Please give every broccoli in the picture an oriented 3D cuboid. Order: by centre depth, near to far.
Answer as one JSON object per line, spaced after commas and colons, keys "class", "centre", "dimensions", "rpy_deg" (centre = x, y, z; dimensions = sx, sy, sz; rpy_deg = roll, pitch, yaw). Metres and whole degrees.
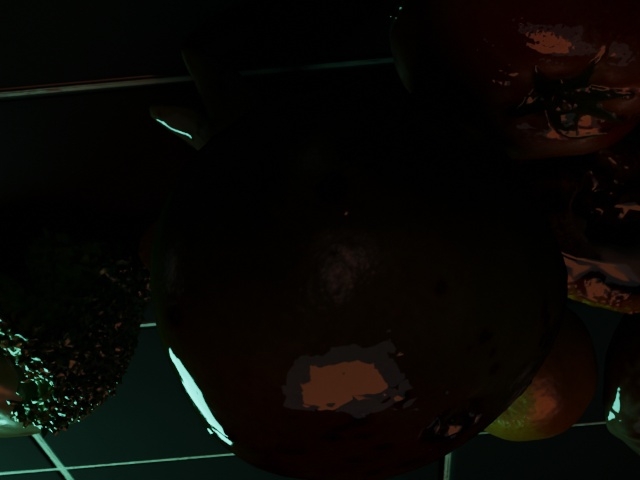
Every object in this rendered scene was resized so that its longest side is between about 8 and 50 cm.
{"class": "broccoli", "centre": [-0.250, 0.068, 1.420], "dimensions": [0.194, 0.194, 0.219], "rpy_deg": [-4, -179, -1]}

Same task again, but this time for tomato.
{"class": "tomato", "centre": [0.156, -0.123, 1.115], "dimensions": [0.225, 0.085, 0.225], "rpy_deg": [-2, 155, -1]}

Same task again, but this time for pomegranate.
{"class": "pomegranate", "centre": [0.024, 0.000, 1.105], "dimensions": [0.290, 0.323, 0.291], "rpy_deg": [-4, 144, -3]}

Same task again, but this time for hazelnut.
{"class": "hazelnut", "centre": [0.372, 0.122, 1.617], "dimensions": [0.180, 0.181, 0.212], "rpy_deg": [-8, 132, 24]}

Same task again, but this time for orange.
{"class": "orange", "centre": [0.199, 0.119, 1.623], "dimensions": [0.159, 0.159, 0.136], "rpy_deg": [-24, -169, 38]}

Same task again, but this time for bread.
{"class": "bread", "centre": [0.186, -0.022, 1.298], "dimensions": [0.268, 0.139, 0.095], "rpy_deg": [10, 175, -15]}

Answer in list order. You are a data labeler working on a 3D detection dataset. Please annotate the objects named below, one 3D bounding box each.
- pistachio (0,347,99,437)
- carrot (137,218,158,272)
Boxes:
{"class": "pistachio", "centre": [-0.299, 0.131, 1.570], "dimensions": [0.206, 0.131, 0.129], "rpy_deg": [20, -170, -45]}
{"class": "carrot", "centre": [-0.106, 0.046, 1.483], "dimensions": [0.067, 0.067, 0.225], "rpy_deg": [-8, 155, 8]}
